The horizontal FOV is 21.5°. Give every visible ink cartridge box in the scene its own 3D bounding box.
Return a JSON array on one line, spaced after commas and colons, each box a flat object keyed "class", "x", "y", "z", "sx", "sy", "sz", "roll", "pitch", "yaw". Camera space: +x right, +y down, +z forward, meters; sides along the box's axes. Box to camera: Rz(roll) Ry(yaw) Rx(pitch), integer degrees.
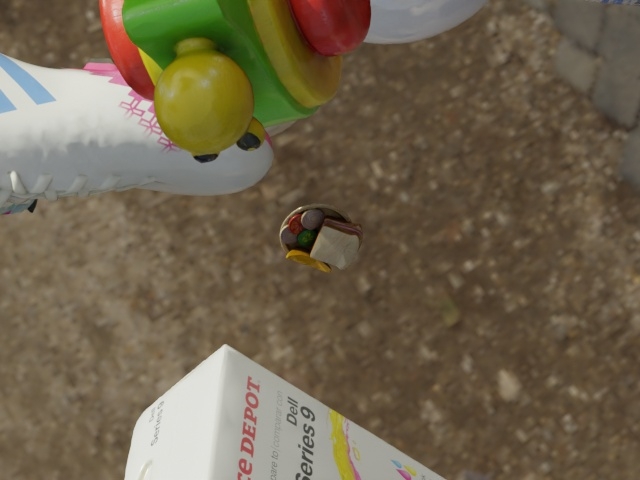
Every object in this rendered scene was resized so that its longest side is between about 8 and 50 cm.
[{"class": "ink cartridge box", "x": -0.007, "y": 0.182, "z": 0.967, "sx": 0.212, "sy": 0.154, "sz": 0.093, "roll": 33, "pitch": 125, "yaw": -23}]

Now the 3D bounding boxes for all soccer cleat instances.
[{"class": "soccer cleat", "x": -0.203, "y": -0.065, "z": 1.184, "sx": 0.331, "sy": 0.143, "sz": 0.116, "roll": 16, "pitch": 154, "yaw": -1}]

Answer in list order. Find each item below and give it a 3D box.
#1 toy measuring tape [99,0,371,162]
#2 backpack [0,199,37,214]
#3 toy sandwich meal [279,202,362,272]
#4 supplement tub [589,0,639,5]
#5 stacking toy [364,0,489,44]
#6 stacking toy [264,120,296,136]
[{"class": "toy measuring tape", "x": -0.032, "y": -0.149, "z": 0.794, "sx": 0.121, "sy": 0.330, "sz": 0.121, "roll": 3, "pitch": 135, "yaw": 3}, {"class": "backpack", "x": -0.328, "y": -0.086, "z": 1.516, "sx": 0.182, "sy": 0.115, "sz": 0.152, "roll": 37, "pitch": 132, "yaw": 34}, {"class": "toy sandwich meal", "x": 0.000, "y": 0.000, "z": 1.722, "sx": 0.029, "sy": 0.085, "sz": 0.085, "roll": -97, "pitch": 5, "yaw": -56}, {"class": "supplement tub", "x": 0.236, "y": -0.202, "z": 1.204, "sx": 0.107, "sy": 0.071, "sz": 0.071, "roll": 4, "pitch": 126, "yaw": 3}, {"class": "stacking toy", "x": 0.188, "y": -0.255, "z": 0.856, "sx": 0.480, "sy": 0.350, "sz": 0.350, "roll": -38, "pitch": 80, "yaw": 11}, {"class": "stacking toy", "x": -0.122, "y": -0.203, "z": 1.490, "sx": 0.141, "sy": 0.141, "sz": 0.330, "roll": 38, "pitch": -179, "yaw": 29}]
